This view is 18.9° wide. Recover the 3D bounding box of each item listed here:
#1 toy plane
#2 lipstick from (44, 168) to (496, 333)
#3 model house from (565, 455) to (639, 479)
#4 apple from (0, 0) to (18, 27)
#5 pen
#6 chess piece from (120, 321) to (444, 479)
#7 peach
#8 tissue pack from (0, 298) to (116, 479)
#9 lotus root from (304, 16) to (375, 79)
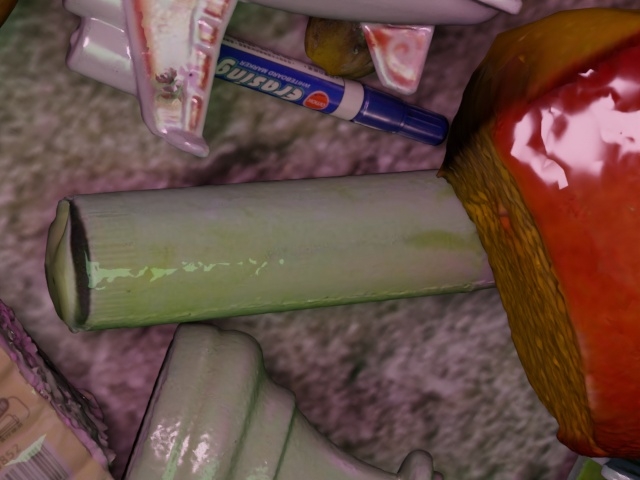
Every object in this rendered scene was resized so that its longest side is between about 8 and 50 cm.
[{"bbox_3d":[-0.024,-0.162,0.912,0.252,0.118,0.252,-2,103,-8],"label":"toy plane"},{"bbox_3d":[0.000,0.000,1.057,0.304,0.076,0.076,-6,119,-23],"label":"lipstick"},{"bbox_3d":[0.238,0.252,1.154,0.340,0.323,0.300,12,111,-30],"label":"model house"},{"bbox_3d":[-0.235,-0.161,0.751,0.309,0.250,0.277,-31,125,-9],"label":"apple"},{"bbox_3d":[-0.015,-0.085,1.031,0.204,0.025,0.025,17,109,-31],"label":"pen"},{"bbox_3d":[0.028,0.147,1.055,0.272,0.139,0.139,19,110,-5],"label":"chess piece"},{"bbox_3d":[0.226,-0.027,0.961,0.380,0.306,0.242,-20,82,-30],"label":"peach"},{"bbox_3d":[-0.257,0.115,0.973,0.257,0.123,0.215,-37,124,-3],"label":"tissue pack"},{"bbox_3d":[0.029,-0.131,1.013,0.054,0.049,0.099,27,97,-32],"label":"lotus root"}]
